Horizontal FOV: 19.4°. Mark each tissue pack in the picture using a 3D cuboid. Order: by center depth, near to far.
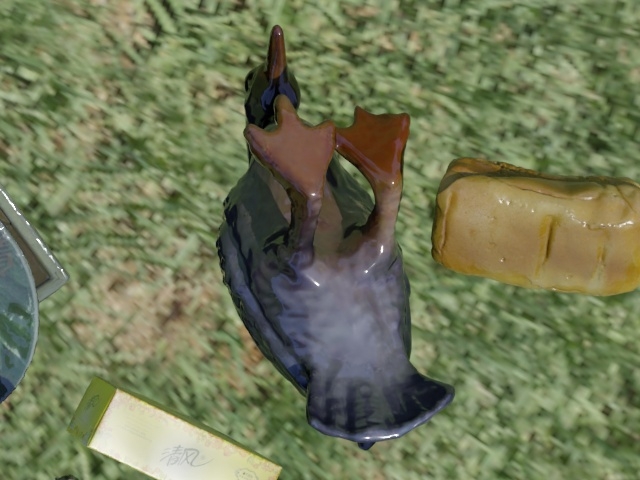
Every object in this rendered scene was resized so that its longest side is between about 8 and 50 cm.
[{"bbox_3d":[-0.133,0.188,1.697,0.176,0.095,0.062,29,84,-18],"label":"tissue pack"}]

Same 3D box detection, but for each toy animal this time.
[{"bbox_3d":[0.000,0.000,1.194,0.122,0.185,0.298,-10,67,-21],"label":"toy animal"}]

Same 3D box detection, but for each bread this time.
[{"bbox_3d":[0.130,-0.008,1.106,0.132,0.053,0.074,9,125,-2],"label":"bread"}]

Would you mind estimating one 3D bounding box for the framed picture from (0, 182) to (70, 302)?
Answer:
[{"bbox_3d":[-0.385,-0.029,1.482,0.240,0.020,0.324,-35,109,2],"label":"framed picture"}]

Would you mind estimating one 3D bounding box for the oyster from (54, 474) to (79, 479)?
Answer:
[{"bbox_3d":[-0.143,0.168,1.052,0.054,0.019,0.083,47,37,-7],"label":"oyster"}]

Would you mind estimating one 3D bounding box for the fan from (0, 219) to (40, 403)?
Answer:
[{"bbox_3d":[-0.269,0.008,1.174,0.223,0.012,0.294,25,101,-17],"label":"fan"}]
